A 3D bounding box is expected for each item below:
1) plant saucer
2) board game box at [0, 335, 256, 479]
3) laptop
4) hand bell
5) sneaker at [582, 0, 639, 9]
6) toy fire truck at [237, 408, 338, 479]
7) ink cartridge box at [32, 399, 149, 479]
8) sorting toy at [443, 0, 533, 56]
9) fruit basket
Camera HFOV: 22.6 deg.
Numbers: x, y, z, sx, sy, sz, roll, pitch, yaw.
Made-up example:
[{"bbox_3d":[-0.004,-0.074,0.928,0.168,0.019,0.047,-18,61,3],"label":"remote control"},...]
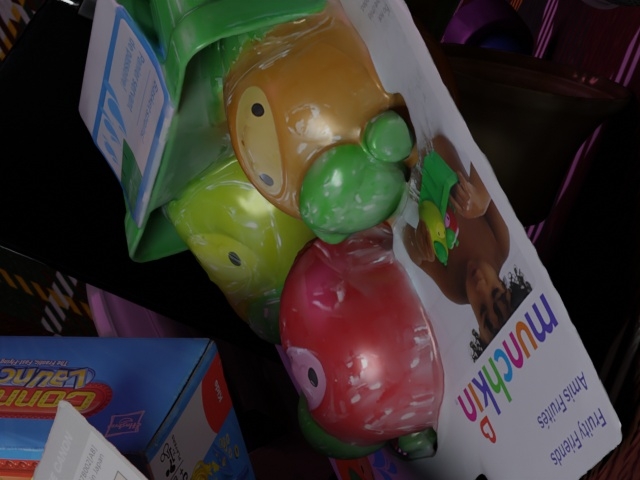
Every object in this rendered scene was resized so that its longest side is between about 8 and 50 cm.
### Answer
[{"bbox_3d":[-0.125,0.091,1.508,0.100,0.400,0.400,-26,11,8],"label":"plant saucer"},{"bbox_3d":[-0.170,0.195,0.849,0.086,0.308,0.302,-61,-37,-51],"label":"board game box"},{"bbox_3d":[-0.082,-0.013,1.273,0.408,0.382,0.236,125,168,-76],"label":"laptop"},{"bbox_3d":[0.088,0.018,0.920,0.126,0.126,0.242,-76,-2,-73],"label":"hand bell"},{"bbox_3d":[0.200,-0.202,0.897,0.076,0.065,0.166,-124,52,-67],"label":"sneaker"},{"bbox_3d":[-0.063,0.282,1.152,0.217,0.158,0.246,-22,-46,-54],"label":"toy fire truck"},{"bbox_3d":[-0.048,0.195,0.699,0.056,0.225,0.181,-17,-41,-48],"label":"ink cartridge box"},{"bbox_3d":[0.193,-0.246,1.166,0.126,0.127,0.365,-116,38,-46],"label":"sorting toy"},{"bbox_3d":[0.000,0.000,0.807,0.327,0.165,0.353,118,136,-61],"label":"fruit basket"}]
